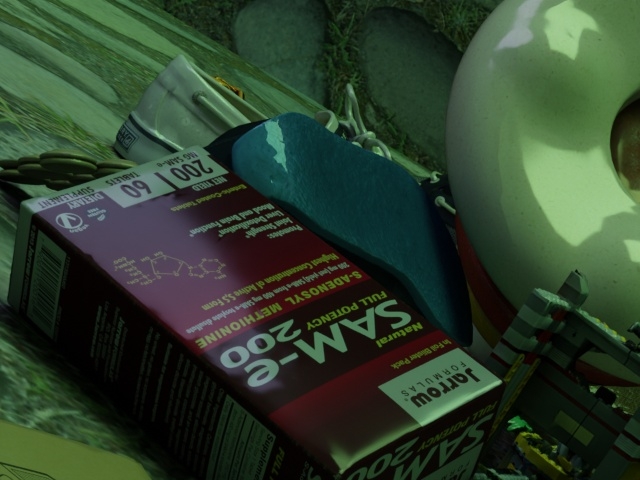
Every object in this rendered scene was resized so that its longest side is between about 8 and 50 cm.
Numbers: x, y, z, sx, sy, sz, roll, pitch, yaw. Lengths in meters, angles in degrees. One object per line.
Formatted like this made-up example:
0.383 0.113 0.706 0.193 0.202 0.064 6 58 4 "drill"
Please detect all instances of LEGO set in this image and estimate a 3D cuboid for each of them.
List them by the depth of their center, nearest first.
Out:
0.207 0.156 0.896 0.331 0.192 0.255 39 11 37 "LEGO set"

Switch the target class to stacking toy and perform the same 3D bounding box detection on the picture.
0.231 0.011 1.366 0.350 0.351 0.480 33 -22 4 "stacking toy"

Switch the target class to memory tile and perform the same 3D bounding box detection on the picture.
-0.136 -0.041 1.115 0.148 0.012 0.113 10 -10 -31 "memory tile"

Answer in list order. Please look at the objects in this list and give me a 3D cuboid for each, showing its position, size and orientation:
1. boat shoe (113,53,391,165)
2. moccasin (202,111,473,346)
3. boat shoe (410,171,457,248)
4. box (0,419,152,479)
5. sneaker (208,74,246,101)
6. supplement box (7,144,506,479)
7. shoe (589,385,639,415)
0.002 -0.068 1.520 0.367 0.156 0.136 29 10 -20 "boat shoe"
0.000 0.000 1.107 0.342 0.116 0.138 39 36 -55 "moccasin"
0.182 -0.048 2.033 0.340 0.158 0.127 39 11 33 "boat shoe"
-0.092 0.124 0.596 0.164 0.021 0.201 25 12 -40 "box"
-0.109 -0.130 1.721 0.084 0.083 0.215 31 7 0 "sneaker"
-0.038 0.052 0.849 0.239 0.073 0.130 37 40 29 "supplement box"
0.330 0.193 1.607 0.219 0.058 0.076 26 30 -14 "shoe"
